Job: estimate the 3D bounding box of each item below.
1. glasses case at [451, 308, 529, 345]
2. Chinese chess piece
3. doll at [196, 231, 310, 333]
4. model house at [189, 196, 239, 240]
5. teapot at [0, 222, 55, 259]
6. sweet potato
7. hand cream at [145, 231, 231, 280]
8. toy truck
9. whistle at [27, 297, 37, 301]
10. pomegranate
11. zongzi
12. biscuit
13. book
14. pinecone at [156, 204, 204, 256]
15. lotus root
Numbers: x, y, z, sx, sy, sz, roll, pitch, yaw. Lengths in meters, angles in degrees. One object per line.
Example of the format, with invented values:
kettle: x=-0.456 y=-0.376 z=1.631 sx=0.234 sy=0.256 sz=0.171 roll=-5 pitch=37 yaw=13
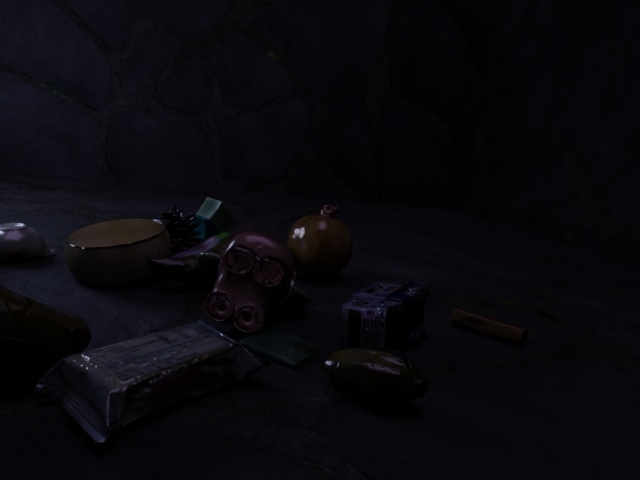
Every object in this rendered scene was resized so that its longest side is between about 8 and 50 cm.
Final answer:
glasses case: x=0.403 y=0.206 z=1.251 sx=0.170 sy=0.041 sz=0.065 roll=14 pitch=3 yaw=34
Chinese chess piece: x=-0.515 y=0.022 z=1.341 sx=0.257 sy=0.104 sz=0.257 roll=-2 pitch=19 yaw=1
doll: x=-0.160 y=0.097 z=1.183 sx=0.284 sy=0.216 sz=0.268 roll=23 pitch=-13 yaw=0
model house: x=-0.388 y=-0.058 z=1.852 sx=0.101 sy=0.149 sz=0.127 roll=15 pitch=-30 yaw=43
teapot: x=-0.827 y=0.005 z=1.383 sx=0.226 sy=0.092 sz=0.145 roll=-7 pitch=17 yaw=-40
sweet potato: x=-0.258 y=0.053 z=1.404 sx=0.131 sy=0.130 sz=0.423 roll=16 pitch=20 yaw=36
hand cream: x=-0.366 y=0.045 z=1.437 sx=0.275 sy=0.050 sz=0.079 roll=-27 pitch=4 yaw=-36
toy truck: x=0.129 y=0.162 z=1.110 sx=0.156 sy=0.124 sz=0.268 roll=5 pitch=8 yaw=27
whistle: x=-0.585 y=0.134 z=0.904 sx=0.105 sy=0.085 sz=0.227 roll=4 pitch=10 yaw=13
pomegranate: x=-0.005 y=0.016 z=1.555 sx=0.207 sy=0.207 sz=0.207 roll=7 pitch=12 yaw=-1
zongzi: x=-0.493 y=0.068 z=0.769 sx=0.274 sy=0.299 sz=0.145 roll=-2 pitch=-5 yaw=-35
biscuit: x=-0.244 y=0.200 z=0.808 sx=0.186 sy=0.079 sz=0.309 roll=17 pitch=15 yaw=34
book: x=-0.075 y=0.207 z=1.020 sx=0.135 sy=0.017 sz=0.103 roll=14 pitch=14 yaw=30
pinecone: x=-0.421 y=-0.020 z=1.539 sx=0.163 sy=0.165 sz=0.163 roll=3 pitch=18 yaw=-1
lotus root: x=0.089 y=0.227 z=0.868 sx=0.179 sy=0.080 sz=0.089 roll=7 pitch=25 yaw=20
